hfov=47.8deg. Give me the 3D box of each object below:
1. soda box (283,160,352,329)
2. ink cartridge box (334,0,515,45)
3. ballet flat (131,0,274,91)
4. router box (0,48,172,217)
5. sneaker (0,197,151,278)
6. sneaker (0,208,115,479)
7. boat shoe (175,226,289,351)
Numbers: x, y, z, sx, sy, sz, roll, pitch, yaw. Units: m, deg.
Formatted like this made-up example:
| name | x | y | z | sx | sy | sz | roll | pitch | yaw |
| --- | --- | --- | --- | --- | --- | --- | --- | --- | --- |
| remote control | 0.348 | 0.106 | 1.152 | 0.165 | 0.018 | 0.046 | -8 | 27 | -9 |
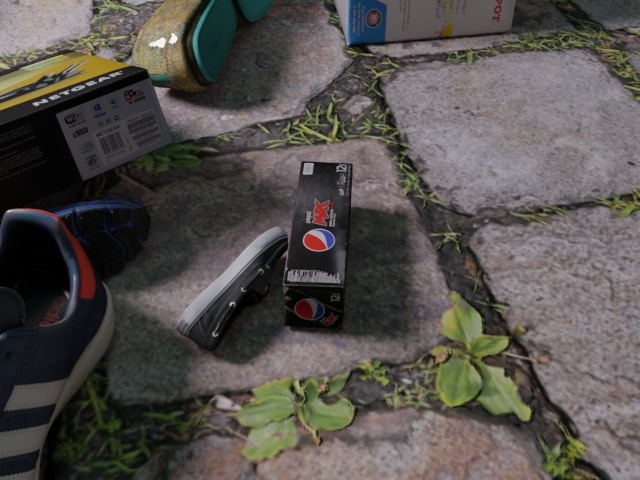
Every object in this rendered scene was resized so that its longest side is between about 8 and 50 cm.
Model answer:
| name | x | y | z | sx | sy | sz | roll | pitch | yaw |
| --- | --- | --- | --- | --- | --- | --- | --- | --- | --- |
| soda box | 0.000 | 0.000 | 0.672 | 0.053 | 0.060 | 0.169 | 4 | 44 | 3 |
| ink cartridge box | 0.139 | -0.391 | 0.988 | 0.232 | 0.171 | 0.168 | -5 | 45 | -5 |
| ballet flat | -0.151 | -0.311 | 0.960 | 0.123 | 0.123 | 0.349 | 9 | 45 | 10 |
| router box | -0.338 | -0.093 | 0.706 | 0.308 | 0.081 | 0.243 | -29 | 32 | -26 |
| sneaker | -0.269 | -0.004 | 0.668 | 0.221 | 0.083 | 0.087 | -13 | 40 | -15 |
| sneaker | -0.252 | 0.118 | 0.493 | 0.131 | 0.148 | 0.350 | 4 | 45 | 4 |
| boat shoe | -0.068 | 0.043 | 0.644 | 0.040 | 0.049 | 0.142 | 37 | 55 | 9 |
